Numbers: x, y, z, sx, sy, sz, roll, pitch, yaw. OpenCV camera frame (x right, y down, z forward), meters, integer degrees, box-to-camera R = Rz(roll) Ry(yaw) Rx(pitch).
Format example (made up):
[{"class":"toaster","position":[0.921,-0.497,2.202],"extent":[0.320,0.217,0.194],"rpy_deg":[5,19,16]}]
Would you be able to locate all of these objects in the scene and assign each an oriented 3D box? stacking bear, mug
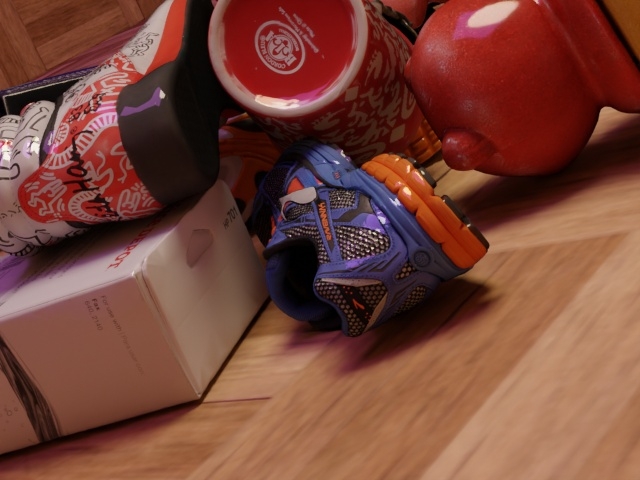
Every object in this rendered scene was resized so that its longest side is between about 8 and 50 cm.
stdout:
[{"class":"stacking bear","position":[0.183,-0.139,0.720],"extent":[0.289,0.164,0.175],"rpy_deg":[-33,47,10]},{"class":"mug","position":[-0.019,-0.107,0.785],"extent":[0.150,0.113,0.169],"rpy_deg":[16,-1,12]}]

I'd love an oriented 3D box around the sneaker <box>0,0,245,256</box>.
[{"class":"sneaker","position":[-0.131,-0.076,0.791],"extent":[0.145,0.090,0.270],"rpy_deg":[-19,21,10]}]

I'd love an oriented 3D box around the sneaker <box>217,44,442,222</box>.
[{"class":"sneaker","position":[-0.017,-0.078,0.946],"extent":[0.262,0.099,0.121],"rpy_deg":[-20,12,12]}]

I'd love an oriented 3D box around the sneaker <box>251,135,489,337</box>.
[{"class":"sneaker","position":[0.000,0.000,0.690],"extent":[0.087,0.083,0.221],"rpy_deg":[-42,13,-12]}]

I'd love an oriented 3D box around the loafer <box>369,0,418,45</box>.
[{"class":"loafer","position":[0.040,-0.142,1.017],"extent":[0.084,0.096,0.267],"rpy_deg":[6,1,19]}]

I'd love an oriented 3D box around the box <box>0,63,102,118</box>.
[{"class":"box","position":[-0.177,-0.121,1.225],"extent":[0.261,0.103,0.184],"rpy_deg":[-18,9,-21]}]

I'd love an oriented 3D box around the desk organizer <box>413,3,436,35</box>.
[{"class":"desk organizer","position":[0.087,-0.214,1.324],"extent":[0.050,0.047,0.130],"rpy_deg":[-12,20,32]}]

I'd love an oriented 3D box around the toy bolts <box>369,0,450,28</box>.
[{"class":"toy bolts","position":[0.147,-0.272,1.104],"extent":[0.228,0.158,0.218],"rpy_deg":[11,31,34]}]

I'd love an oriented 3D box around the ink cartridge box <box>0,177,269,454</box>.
[{"class":"ink cartridge box","position":[-0.141,0.047,0.731],"extent":[0.190,0.082,0.139],"rpy_deg":[-17,17,22]}]
